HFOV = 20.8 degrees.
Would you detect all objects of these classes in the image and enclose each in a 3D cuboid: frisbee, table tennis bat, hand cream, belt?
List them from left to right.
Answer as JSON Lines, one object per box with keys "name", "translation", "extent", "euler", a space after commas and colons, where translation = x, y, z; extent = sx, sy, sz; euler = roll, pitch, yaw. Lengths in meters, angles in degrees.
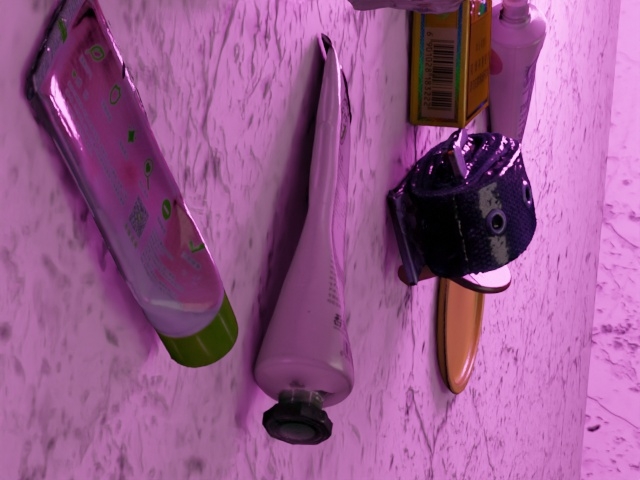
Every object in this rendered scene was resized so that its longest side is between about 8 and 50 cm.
{"name": "hand cream", "translation": [-0.107, -0.024, 1.008], "extent": [0.275, 0.050, 0.079], "euler": [69, 4, -47]}
{"name": "hand cream", "translation": [0.000, 0.000, 1.372], "extent": [0.121, 0.076, 0.336], "euler": [80, 14, -57]}
{"name": "table tennis bat", "translation": [0.113, 0.062, 1.835], "extent": [0.170, 0.107, 0.119], "euler": [-12, 137, -53]}
{"name": "frisbee", "translation": [0.167, 0.065, 2.058], "extent": [0.236, 0.017, 0.235], "euler": [5, 90, -74]}
{"name": "belt", "translation": [0.148, -0.051, 1.757], "extent": [0.218, 0.122, 0.128], "euler": [-49, 128, -68]}
{"name": "hand cream", "translation": [0.234, -0.182, 2.168], "extent": [0.340, 0.078, 0.124], "euler": [87, 15, -53]}

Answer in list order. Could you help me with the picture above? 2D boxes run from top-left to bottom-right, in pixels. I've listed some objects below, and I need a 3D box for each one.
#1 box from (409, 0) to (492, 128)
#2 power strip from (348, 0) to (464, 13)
{"name": "box", "translation": [0.135, -0.234, 1.763], "extent": [0.141, 0.064, 0.220], "euler": [-42, 137, -68]}
{"name": "power strip", "translation": [0.080, -0.204, 1.290], "extent": [0.198, 0.213, 0.064], "euler": [11, 69, -74]}
